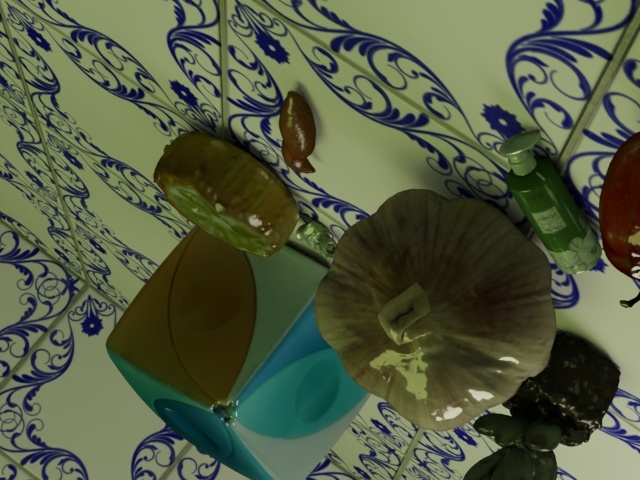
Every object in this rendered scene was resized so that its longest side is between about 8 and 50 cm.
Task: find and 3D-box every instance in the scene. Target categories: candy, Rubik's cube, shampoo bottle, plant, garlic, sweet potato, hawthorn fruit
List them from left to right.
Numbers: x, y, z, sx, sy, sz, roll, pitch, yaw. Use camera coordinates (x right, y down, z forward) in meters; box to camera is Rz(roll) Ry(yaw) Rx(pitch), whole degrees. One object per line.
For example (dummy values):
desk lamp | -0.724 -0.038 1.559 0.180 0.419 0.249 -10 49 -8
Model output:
candy | -0.156 -0.072 2.183 0.260 0.118 0.260 33 163 12
Rubik's cube | -0.132 0.210 2.421 0.352 0.347 0.351 22 155 39
sweet potato | -0.033 -0.149 1.881 0.055 0.058 0.202 14 156 6
garlic | 0.153 0.084 1.726 0.322 0.322 0.241 40 164 -4
plant | 0.308 0.269 1.895 0.149 0.274 0.146 36 166 10
shampoo bottle | 0.271 -0.047 1.569 0.065 0.065 0.204 15 150 49
hawthorn fruit | 0.345 -0.014 1.310 0.157 0.194 0.157 26 166 7

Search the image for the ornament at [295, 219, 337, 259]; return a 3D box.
ornament | -0.002 -0.002 2.184 0.068 0.041 0.092 49 168 -13
